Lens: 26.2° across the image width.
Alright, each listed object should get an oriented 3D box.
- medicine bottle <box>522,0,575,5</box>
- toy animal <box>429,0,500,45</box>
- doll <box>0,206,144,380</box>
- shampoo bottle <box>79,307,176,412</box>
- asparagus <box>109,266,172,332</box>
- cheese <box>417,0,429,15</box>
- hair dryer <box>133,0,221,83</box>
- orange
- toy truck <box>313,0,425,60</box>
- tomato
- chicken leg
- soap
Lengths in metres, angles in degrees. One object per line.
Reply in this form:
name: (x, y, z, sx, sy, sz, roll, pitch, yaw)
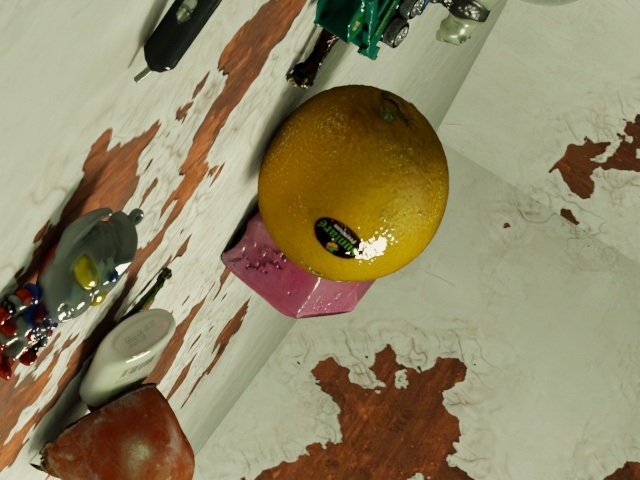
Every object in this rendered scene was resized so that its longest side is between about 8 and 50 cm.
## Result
medicine bottle: (0.366, -0.528, 2.062, 0.245, 0.245, 0.306, 112, 3, -60)
toy animal: (0.262, -0.442, 2.410, 0.225, 0.121, 0.094, -59, 175, 24)
doll: (-0.224, 0.039, 1.213, 0.195, 0.062, 0.104, -48, 133, -22)
shampoo bottle: (-0.242, 0.156, 1.654, 0.108, 0.051, 0.221, -34, 169, -33)
asparagus: (-0.217, 0.075, 1.674, 0.015, 0.018, 0.127, -27, -161, 46)
cheese: (0.171, -0.423, 1.944, 0.204, 0.083, 0.320, -59, 174, -15)
hair dryer: (-0.089, -0.208, 1.082, 0.219, 0.071, 0.124, -51, 175, 22)
orange: (0.047, -0.078, 1.874, 0.274, 0.274, 0.274, -57, 174, -9)
toy truck: (0.068, -0.318, 1.557, 0.216, 0.110, 0.116, -59, 163, 18)
tomato: (-0.238, 0.283, 1.690, 0.180, 0.155, 0.214, -35, 169, -8)
chicken leg: (0.040, -0.296, 1.708, 0.253, 0.051, 0.106, -54, 179, -5)
soap: (0.000, 0.000, 2.153, 0.127, 0.220, 0.325, -51, 179, 31)
